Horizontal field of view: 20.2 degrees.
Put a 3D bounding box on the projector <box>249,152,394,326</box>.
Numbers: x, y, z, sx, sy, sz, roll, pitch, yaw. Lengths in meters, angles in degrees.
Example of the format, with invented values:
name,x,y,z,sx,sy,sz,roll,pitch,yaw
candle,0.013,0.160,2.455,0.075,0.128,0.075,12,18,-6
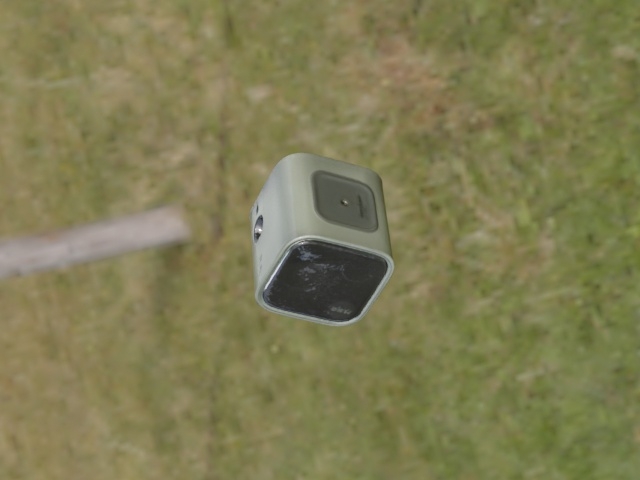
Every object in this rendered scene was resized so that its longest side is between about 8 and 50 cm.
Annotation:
name,x,y,z,sx,sy,sz,roll,pitch,yaw
projector,0.000,0.000,1.255,0.082,0.083,0.083,-96,28,-43
